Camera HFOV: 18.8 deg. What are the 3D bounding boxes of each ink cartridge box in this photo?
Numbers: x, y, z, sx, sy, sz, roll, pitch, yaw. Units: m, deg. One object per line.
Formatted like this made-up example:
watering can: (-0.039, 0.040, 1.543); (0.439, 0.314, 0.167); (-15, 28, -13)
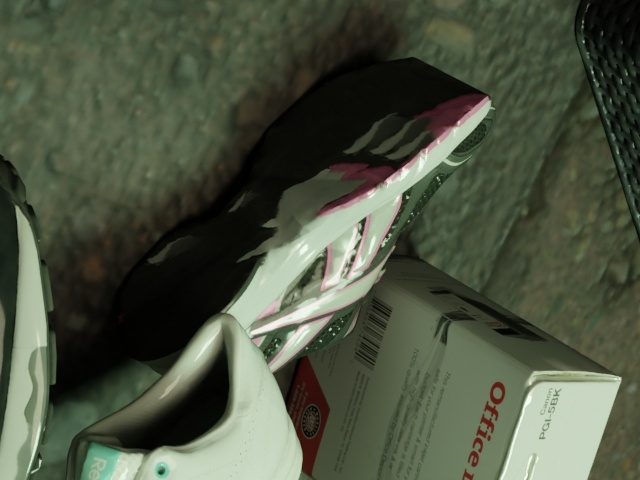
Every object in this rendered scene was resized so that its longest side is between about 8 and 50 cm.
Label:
ink cartridge box: (0.051, 0.074, 0.819); (0.056, 0.135, 0.099); (5, 108, -40)

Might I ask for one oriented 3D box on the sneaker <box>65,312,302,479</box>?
sneaker: (-0.078, 0.115, 0.693); (0.094, 0.080, 0.212); (82, 30, -47)

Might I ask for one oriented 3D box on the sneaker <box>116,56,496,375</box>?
sneaker: (0.000, 0.000, 0.799); (0.178, 0.072, 0.077); (-38, 136, -1)

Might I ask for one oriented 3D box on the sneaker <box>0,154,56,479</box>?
sneaker: (-0.184, 0.095, 0.674); (0.124, 0.107, 0.283); (9, 106, -34)

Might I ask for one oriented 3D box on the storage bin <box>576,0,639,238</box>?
storage bin: (0.208, -0.062, 0.910); (0.122, 0.084, 0.180); (-38, 129, -17)
